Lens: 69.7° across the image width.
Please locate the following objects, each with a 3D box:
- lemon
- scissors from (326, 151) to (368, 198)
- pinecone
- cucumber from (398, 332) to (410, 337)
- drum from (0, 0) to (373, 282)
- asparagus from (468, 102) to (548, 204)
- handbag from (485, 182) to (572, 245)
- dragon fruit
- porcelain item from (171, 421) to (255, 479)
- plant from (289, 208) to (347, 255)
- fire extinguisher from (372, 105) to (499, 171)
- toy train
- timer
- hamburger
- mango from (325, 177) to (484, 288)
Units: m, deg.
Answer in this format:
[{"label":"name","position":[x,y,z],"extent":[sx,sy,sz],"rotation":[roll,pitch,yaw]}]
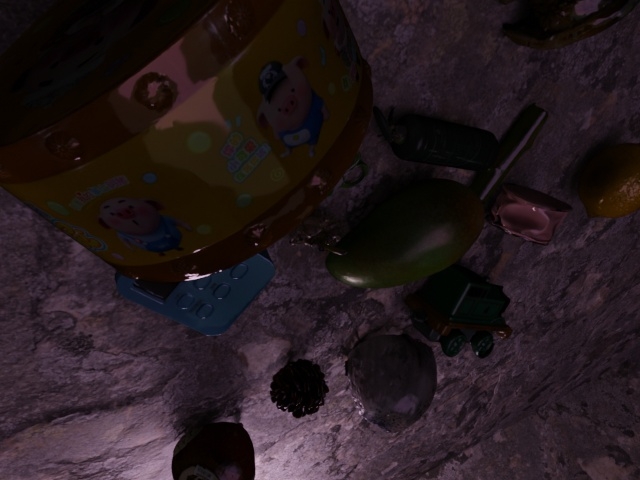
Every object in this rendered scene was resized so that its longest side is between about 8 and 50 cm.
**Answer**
[{"label":"lemon","position":[0.844,-0.169,1.302],"extent":[0.188,0.188,0.256],"rotation":[2,128,-32]},{"label":"scissors","position":[0.007,-0.112,0.965],"extent":[0.204,0.027,0.101],"rotation":[-37,135,0]},{"label":"pinecone","position":[-0.064,0.411,1.278],"extent":[0.174,0.173,0.173],"rotation":[-17,134,-18]},{"label":"cucumber","position":[0.268,0.401,1.537],"extent":[0.072,0.072,0.300],"rotation":[-18,132,-17]},{"label":"drum","position":[-0.163,-0.179,0.529],"extent":[0.431,0.431,0.214],"rotation":[-37,135,2]},{"label":"asparagus","position":[0.454,-0.203,1.133],"extent":[0.067,0.060,0.277],"rotation":[25,113,-21]},{"label":"handbag","position":[0.548,-0.071,1.221],"extent":[0.205,0.179,0.116],"rotation":[2,119,-34]},{"label":"dragon fruit","position":[0.236,0.429,1.378],"extent":[0.283,0.221,0.204],"rotation":[34,127,-22]},{"label":"porcelain item","position":[-0.289,0.619,1.323],"extent":[0.253,0.253,0.253],"rotation":[-17,134,-18]},{"label":"plant","position":[0.000,0.000,0.997],"extent":[0.117,0.122,0.104],"rotation":[-26,148,-19]},{"label":"fire extinguisher","position":[0.242,-0.214,0.974],"extent":[0.311,0.095,0.114],"rotation":[-1,83,-32]},{"label":"toy train","position":[0.441,0.206,1.409],"extent":[0.429,0.178,0.249],"rotation":[11,109,-37]},{"label":"timer","position":[-0.249,0.064,0.924],"extent":[0.250,0.091,0.232],"rotation":[29,110,-39]},{"label":"hamburger","position":[0.487,-0.479,0.829],"extent":[0.288,0.192,0.167],"rotation":[-36,127,1]},{"label":"mango","position":[0.191,-0.008,1.048],"extent":[0.382,0.201,0.225],"rotation":[-24,160,3]}]
